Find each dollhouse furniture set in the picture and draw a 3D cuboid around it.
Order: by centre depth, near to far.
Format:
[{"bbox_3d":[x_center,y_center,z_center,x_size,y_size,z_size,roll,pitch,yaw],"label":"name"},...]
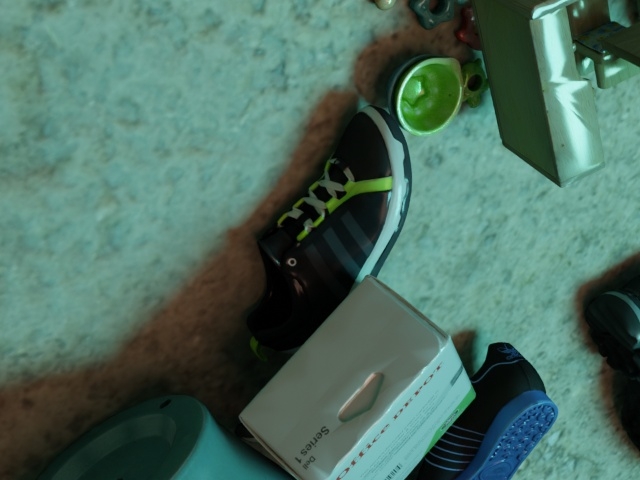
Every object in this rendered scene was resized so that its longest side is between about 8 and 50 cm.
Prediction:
[{"bbox_3d":[0.261,-0.176,0.902,0.242,0.212,0.161,-26,123,-10],"label":"dollhouse furniture set"}]

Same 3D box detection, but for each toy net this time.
[{"bbox_3d":[0.102,-0.205,0.900,0.122,0.045,0.232,-15,119,-23],"label":"toy net"}]

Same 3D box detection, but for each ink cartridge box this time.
[{"bbox_3d":[0.040,0.140,0.938,0.160,0.092,0.219,-47,157,-7],"label":"ink cartridge box"}]

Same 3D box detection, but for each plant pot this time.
[{"bbox_3d":[-0.106,0.274,0.893,0.271,0.271,0.255,-35,110,-11],"label":"plant pot"}]

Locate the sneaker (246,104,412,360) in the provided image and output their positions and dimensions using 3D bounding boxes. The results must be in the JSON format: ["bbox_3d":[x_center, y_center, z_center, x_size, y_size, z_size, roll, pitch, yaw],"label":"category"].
[{"bbox_3d":[0.000,0.000,0.915,0.097,0.084,0.235,7,109,-31],"label":"sneaker"}]

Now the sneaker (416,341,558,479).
[{"bbox_3d":[0.148,0.202,1.109,0.081,0.090,0.232,9,129,-34],"label":"sneaker"}]

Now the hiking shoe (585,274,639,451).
[{"bbox_3d":[0.397,0.153,1.199,0.132,0.113,0.304,-34,125,-11],"label":"hiking shoe"}]

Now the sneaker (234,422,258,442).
[{"bbox_3d":[-0.042,0.157,1.003,0.083,0.031,0.035,-14,113,-34],"label":"sneaker"}]
